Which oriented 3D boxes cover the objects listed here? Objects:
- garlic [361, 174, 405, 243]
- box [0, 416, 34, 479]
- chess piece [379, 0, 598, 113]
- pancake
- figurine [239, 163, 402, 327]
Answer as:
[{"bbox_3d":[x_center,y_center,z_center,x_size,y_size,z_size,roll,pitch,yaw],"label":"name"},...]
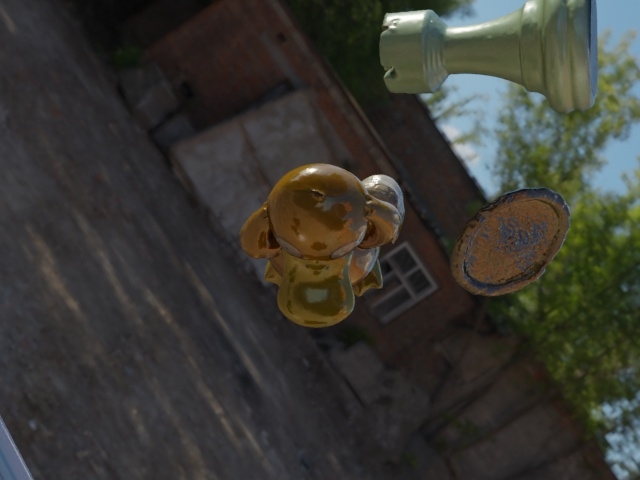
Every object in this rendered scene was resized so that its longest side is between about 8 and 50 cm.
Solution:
[{"bbox_3d":[0.085,-0.057,1.582,0.094,0.074,0.113,26,-17,13],"label":"garlic"},{"bbox_3d":[-0.338,0.269,1.032,0.079,0.135,0.269,-3,-64,43],"label":"box"},{"bbox_3d":[0.242,-0.276,1.550,0.194,0.299,0.194,0,90,-72],"label":"chess piece"},{"bbox_3d":[0.275,0.004,1.549,0.199,0.199,0.021,56,-1,-42],"label":"pancake"},{"bbox_3d":[0.000,-0.005,1.365,0.215,0.215,0.228,56,9,-8],"label":"figurine"}]
